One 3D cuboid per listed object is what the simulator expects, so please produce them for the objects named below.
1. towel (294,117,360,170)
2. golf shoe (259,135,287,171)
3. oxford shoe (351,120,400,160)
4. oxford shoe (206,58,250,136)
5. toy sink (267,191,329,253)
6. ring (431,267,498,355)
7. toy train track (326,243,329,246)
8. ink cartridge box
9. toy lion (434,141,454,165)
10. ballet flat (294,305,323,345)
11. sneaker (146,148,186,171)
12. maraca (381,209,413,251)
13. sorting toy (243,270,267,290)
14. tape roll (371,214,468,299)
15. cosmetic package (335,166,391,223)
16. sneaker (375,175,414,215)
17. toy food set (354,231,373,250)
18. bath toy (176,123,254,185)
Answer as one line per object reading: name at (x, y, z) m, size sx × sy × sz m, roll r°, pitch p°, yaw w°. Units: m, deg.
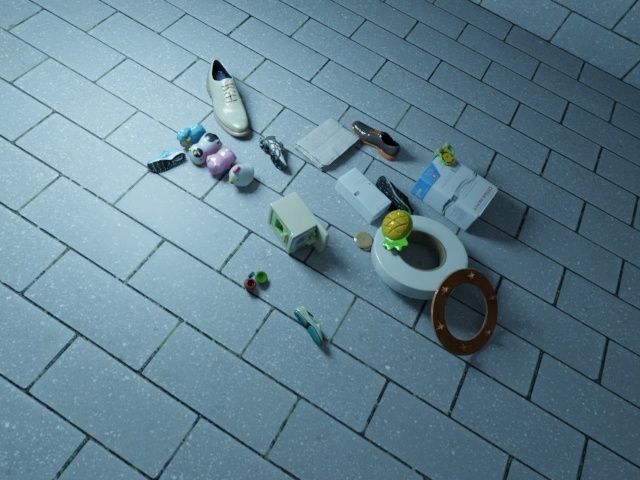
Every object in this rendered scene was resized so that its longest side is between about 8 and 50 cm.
towel at (0.033, -0.454, 2.059) m, size 0.187 × 0.049 × 0.282 m, roll 40°, pitch 62°, yaw 10°
golf shoe at (-0.188, -0.395, 1.965) m, size 0.094 × 0.077 × 0.198 m, roll -28°, pitch 72°, yaw -24°
oxford shoe at (0.266, -0.497, 2.101) m, size 0.271 × 0.098 × 0.097 m, roll 37°, pitch 61°, yaw 8°
oxford shoe at (-0.427, -0.645, 2.006) m, size 0.141 × 0.146 × 0.397 m, roll -22°, pitch 69°, yaw -22°
toy sink at (-0.096, -0.044, 1.754) m, size 0.131 × 0.152 × 0.234 m, roll -30°, pitch 73°, yaw -24°
ring at (0.564, 0.274, 1.700) m, size 0.337 × 0.032 × 0.336 m, roll 0°, pitch 89°, yaw -27°
toy train track at (0.000, 0.000, 1.829) m, size 0.083 × 0.014 × 0.048 m, roll 31°, pitch 60°, yaw 6°
ink cartridge box at (0.605, -0.227, 2.011) m, size 0.307 × 0.129 × 0.223 m, roll 38°, pitch 60°, yaw 10°
toy lion at (0.571, -0.386, 2.003) m, size 0.100 × 0.034 × 0.096 m, roll -36°, pitch 79°, yaw -27°
ballet flat at (-0.031, 0.308, 1.636) m, size 0.052 × 0.057 × 0.168 m, roll -28°, pitch 71°, yaw -34°
sneaker at (-0.650, -0.340, 1.859) m, size 0.162 × 0.063 × 0.073 m, roll -28°, pitch 54°, yaw -28°
maraca at (0.303, -0.040, 1.768) m, size 0.127 × 0.099 × 0.185 m, roll -3°, pitch 61°, yaw 27°
sorting toy at (-0.253, 0.152, 1.686) m, size 0.102 × 0.042 × 0.061 m, roll -28°, pitch 86°, yaw -36°
tape roll at (0.402, 0.061, 1.809) m, size 0.392 × 0.072 × 0.392 m, roll 4°, pitch 51°, yaw -5°
cosmetic package at (0.184, -0.197, 1.934) m, size 0.117 × 0.085 × 0.231 m, roll -38°, pitch 74°, yaw -26°
sneaker at (0.333, -0.188, 1.979) m, size 0.097 × 0.084 × 0.234 m, roll -11°, pitch 64°, yaw -44°
toy food set at (0.181, -0.002, 1.865) m, size 0.083 × 0.020 × 0.082 m, roll 22°, pitch 60°, yaw 1°
bath toy at (-0.437, -0.347, 1.859) m, size 0.348 × 0.129 × 0.151 m, roll 38°, pitch 95°, yaw 10°
